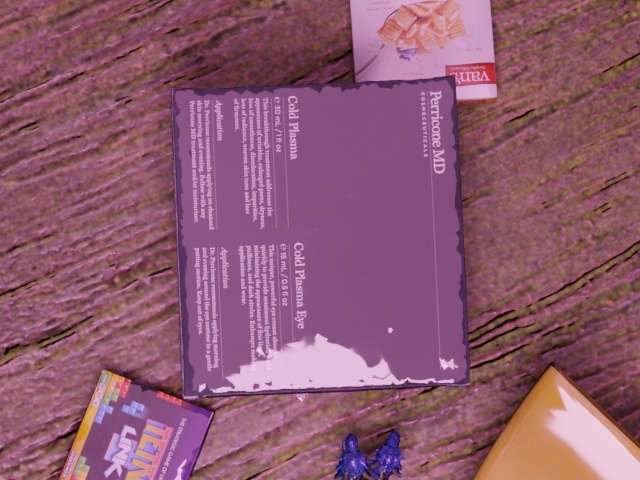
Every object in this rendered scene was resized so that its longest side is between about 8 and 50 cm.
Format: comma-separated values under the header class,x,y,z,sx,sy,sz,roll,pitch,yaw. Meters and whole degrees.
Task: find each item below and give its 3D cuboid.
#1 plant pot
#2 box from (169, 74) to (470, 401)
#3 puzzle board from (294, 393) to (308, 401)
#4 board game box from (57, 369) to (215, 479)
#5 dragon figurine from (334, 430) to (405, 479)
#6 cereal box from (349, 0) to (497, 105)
class,x,y,z,sx,sy,sz,roll,pitch,yaw
plant pot,0.271,0.276,1.602,0.212,0.212,0.187,45,94,9
box,0.000,0.000,1.618,0.312,0.179,0.343,-2,87,1
puzzle board,-0.020,0.112,1.710,0.096,0.011,0.128,38,82,3
board game box,-0.218,0.253,1.666,0.141,0.048,0.170,20,82,2
dragon figurine,0.029,0.351,1.611,0.085,0.144,0.289,13,82,0
cereal box,0.121,-0.280,1.750,0.173,0.047,0.240,-4,82,-1
